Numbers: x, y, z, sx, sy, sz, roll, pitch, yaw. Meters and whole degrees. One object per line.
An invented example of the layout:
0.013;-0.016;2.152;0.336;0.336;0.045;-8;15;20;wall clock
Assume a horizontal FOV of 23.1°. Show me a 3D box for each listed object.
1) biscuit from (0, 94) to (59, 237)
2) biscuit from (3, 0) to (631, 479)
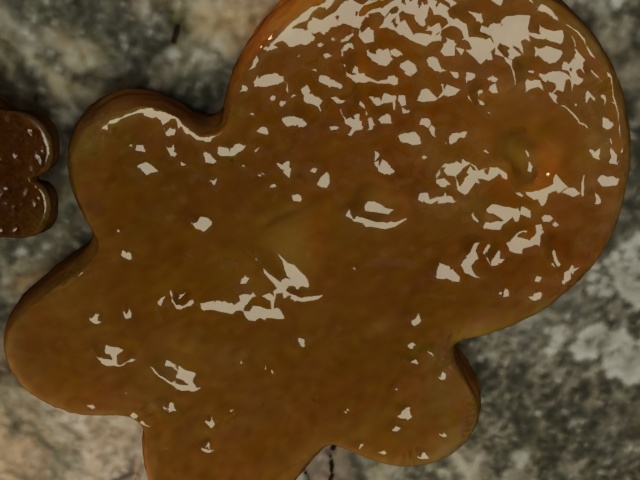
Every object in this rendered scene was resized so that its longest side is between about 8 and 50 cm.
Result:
-0.215;-0.043;0.808;0.175;0.026;0.124;10;111;13;biscuit
0.000;-0.001;0.831;0.275;0.052;0.355;39;109;-15;biscuit
